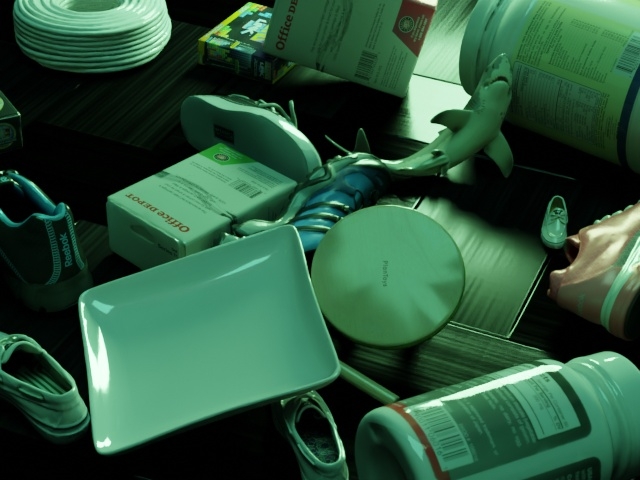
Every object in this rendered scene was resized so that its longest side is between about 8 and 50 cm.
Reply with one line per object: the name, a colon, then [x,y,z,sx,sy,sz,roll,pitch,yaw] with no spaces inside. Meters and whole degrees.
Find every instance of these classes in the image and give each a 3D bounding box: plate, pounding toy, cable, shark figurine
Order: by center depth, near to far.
plate: [-0.130,0.116,1.583,0.278,0.045,0.277,-18,40,-1]
pounding toy: [0.069,0.082,1.680,0.183,0.110,0.237,26,69,14]
shark figurine: [0.163,-0.145,2.013,0.278,0.166,0.116,-26,23,-4]
cable: [-0.373,-0.365,2.287,0.257,0.089,0.257,16,37,19]

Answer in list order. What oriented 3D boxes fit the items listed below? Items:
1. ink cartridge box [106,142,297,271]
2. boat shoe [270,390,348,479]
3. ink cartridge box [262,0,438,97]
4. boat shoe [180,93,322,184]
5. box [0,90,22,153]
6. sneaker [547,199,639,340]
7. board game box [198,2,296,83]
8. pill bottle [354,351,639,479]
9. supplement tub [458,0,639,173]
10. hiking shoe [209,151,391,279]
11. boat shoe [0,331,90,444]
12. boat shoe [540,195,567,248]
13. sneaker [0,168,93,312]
ink cartridge box: [-0.154,-0.031,1.818,0.153,0.087,0.208,30,42,33]
boat shoe: [-0.013,0.201,1.509,0.066,0.063,0.184,-4,35,-9]
ink cartridge box: [0.048,-0.347,2.171,0.237,0.172,0.100,18,37,-2]
boat shoe: [-0.077,-0.143,1.970,0.105,0.113,0.306,-15,22,-34]
box: [-0.589,-0.196,2.053,0.216,0.060,0.270,-17,39,-25]
sneaker: [0.388,-0.001,1.785,0.136,0.116,0.314,18,37,23]
board game box: [-0.098,-0.326,2.285,0.141,0.048,0.170,16,37,21]
pill bottle: [0.193,0.214,1.419,0.283,0.161,0.161,-13,38,-23]
supplement tub: [0.391,-0.253,2.044,0.324,0.235,0.235,25,41,30]
hiking shoe: [0.000,0.000,1.782,0.132,0.113,0.304,35,55,28]
boat shoe: [-0.336,0.140,1.566,0.226,0.076,0.083,28,41,32]
boat shoe: [0.319,-0.027,1.887,0.035,0.035,0.100,9,35,9]
sneaker: [-0.410,-0.043,1.773,0.340,0.140,0.125,27,43,33]
